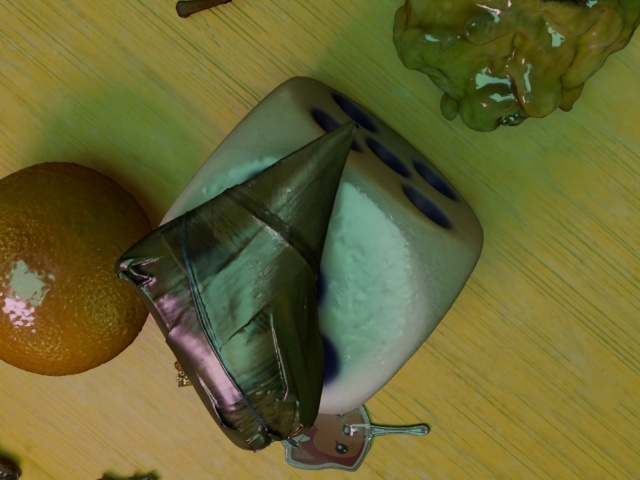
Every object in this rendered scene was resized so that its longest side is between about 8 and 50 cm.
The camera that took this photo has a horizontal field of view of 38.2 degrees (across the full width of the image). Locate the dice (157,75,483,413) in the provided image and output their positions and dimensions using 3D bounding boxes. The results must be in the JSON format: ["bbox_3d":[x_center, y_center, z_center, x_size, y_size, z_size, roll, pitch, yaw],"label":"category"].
[{"bbox_3d":[0.000,0.000,1.101,0.304,0.304,0.277,38,107,-2],"label":"dice"}]

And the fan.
[{"bbox_3d":[0.045,0.270,1.316,0.219,0.009,0.132,-1,104,10],"label":"fan"}]

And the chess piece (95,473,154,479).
[{"bbox_3d":[-0.290,0.371,1.385,0.093,0.042,0.042,-10,102,7],"label":"chess piece"}]

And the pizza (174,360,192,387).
[{"bbox_3d":[-0.187,0.171,1.322,0.083,0.025,0.078,-34,99,17],"label":"pizza"}]

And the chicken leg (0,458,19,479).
[{"bbox_3d":[-0.545,0.316,1.397,0.198,0.085,0.069,31,83,-13],"label":"chicken leg"}]

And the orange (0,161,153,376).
[{"bbox_3d":[-0.340,0.037,1.192,0.274,0.274,0.274,2,104,9],"label":"orange"}]

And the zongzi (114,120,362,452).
[{"bbox_3d":[-0.023,0.053,0.898,0.274,0.125,0.251,-30,96,9],"label":"zongzi"}]

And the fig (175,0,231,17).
[{"bbox_3d":[-0.097,-0.375,1.095,0.203,0.186,0.250,0,113,-9],"label":"fig"}]

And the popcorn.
[{"bbox_3d":[0.224,-0.253,1.053,0.286,0.215,0.252,-12,134,14],"label":"popcorn"}]
